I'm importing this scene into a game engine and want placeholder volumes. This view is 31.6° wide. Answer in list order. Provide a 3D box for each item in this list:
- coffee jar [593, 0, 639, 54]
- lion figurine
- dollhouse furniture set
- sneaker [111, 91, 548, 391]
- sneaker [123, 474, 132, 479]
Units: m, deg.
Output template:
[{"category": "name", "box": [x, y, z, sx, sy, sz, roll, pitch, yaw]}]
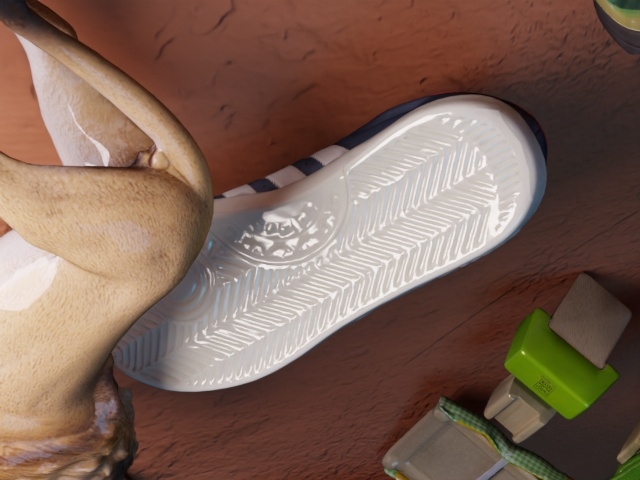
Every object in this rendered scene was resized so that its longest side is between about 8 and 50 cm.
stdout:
[{"category": "coffee jar", "box": [0.205, -0.195, 0.663, 0.096, 0.079, 0.184, -25, 144, -2]}, {"category": "lion figurine", "box": [-0.161, 0.031, 0.669, 0.240, 0.142, 0.392, 26, 133, -20]}, {"category": "dollhouse furniture set", "box": [0.224, 0.181, 1.122, 0.151, 0.197, 0.301, -47, 175, -38]}, {"category": "sneaker", "box": [0.000, 0.000, 0.784, 0.350, 0.131, 0.148, -20, -173, 24]}, {"category": "sneaker", "box": [-0.189, 0.297, 1.051, 0.087, 0.130, 0.227, -25, 143, 0]}]
